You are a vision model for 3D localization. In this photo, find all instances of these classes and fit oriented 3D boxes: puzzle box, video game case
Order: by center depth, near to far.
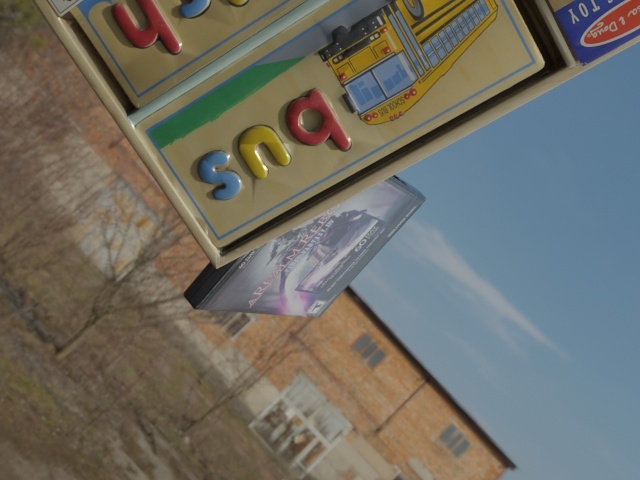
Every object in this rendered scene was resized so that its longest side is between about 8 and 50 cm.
[{"bbox_3d":[0.020,-0.181,0.541,0.272,0.409,0.052,57,17,-14],"label":"puzzle box"},{"bbox_3d":[0.000,0.000,0.770,0.026,0.196,0.274,46,12,21],"label":"video game case"}]
